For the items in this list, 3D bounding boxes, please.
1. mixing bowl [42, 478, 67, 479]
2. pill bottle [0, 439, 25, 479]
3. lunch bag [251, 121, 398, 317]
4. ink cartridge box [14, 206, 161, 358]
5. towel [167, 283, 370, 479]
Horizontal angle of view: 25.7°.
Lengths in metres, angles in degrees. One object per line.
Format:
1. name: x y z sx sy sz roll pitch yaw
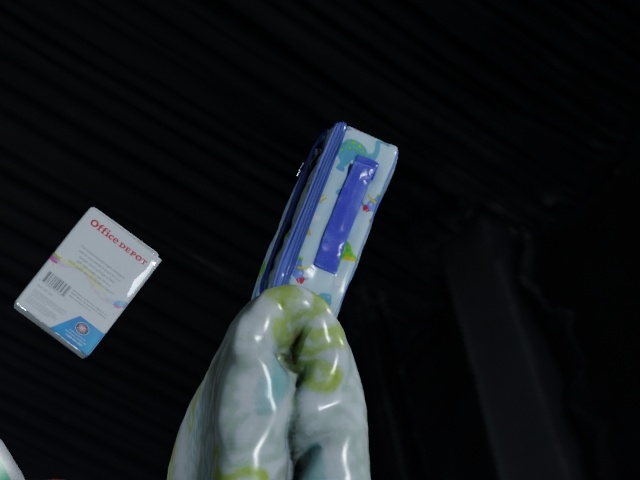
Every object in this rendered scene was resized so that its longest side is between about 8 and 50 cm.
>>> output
1. mixing bowl: -0.296 0.334 1.565 0.181 0.181 0.098 -48 -162 23
2. pill bottle: -0.338 0.217 0.786 0.204 0.204 0.361 -49 168 22
3. lunch bag: 0.000 0.000 1.407 0.176 0.090 0.219 124 -12 -67
4. ink cartridge box: -0.229 0.041 1.384 0.122 0.088 0.052 -54 -175 -15
5. towel: -0.037 0.242 0.776 0.320 0.090 0.374 127 -35 -70
